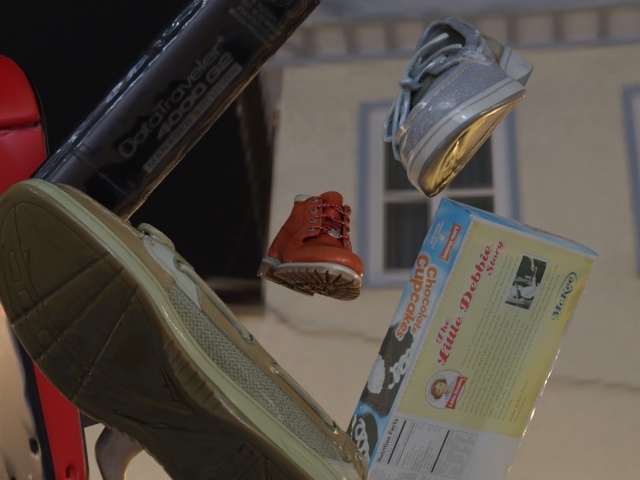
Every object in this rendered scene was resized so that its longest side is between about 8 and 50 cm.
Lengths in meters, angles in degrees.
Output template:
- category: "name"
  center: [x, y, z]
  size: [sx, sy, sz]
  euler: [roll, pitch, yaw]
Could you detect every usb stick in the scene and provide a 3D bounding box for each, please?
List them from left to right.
- category: "usb stick"
  center: [-0.109, -0.093, 1.167]
  size: [0.278, 0.045, 0.077]
  euler: [-48, -55, 2]

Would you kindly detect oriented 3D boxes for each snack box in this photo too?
- category: "snack box"
  center: [0.146, 0.132, 1.737]
  size: [0.187, 0.060, 0.322]
  euler: [17, -81, -37]

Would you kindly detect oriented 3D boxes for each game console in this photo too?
- category: "game console"
  center: [-0.305, 0.049, 1.359]
  size: [0.060, 0.342, 0.386]
  euler: [-11, -2, -36]

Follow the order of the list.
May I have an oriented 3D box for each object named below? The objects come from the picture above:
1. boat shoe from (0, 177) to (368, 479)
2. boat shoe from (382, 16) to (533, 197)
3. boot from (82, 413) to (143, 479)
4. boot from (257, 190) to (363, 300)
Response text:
- category: "boat shoe"
  center: [-0.046, 0.037, 0.555]
  size: [0.153, 0.048, 0.056]
  euler: [44, -58, -1]
- category: "boat shoe"
  center: [0.104, -0.123, 1.416]
  size: [0.103, 0.320, 0.118]
  euler: [39, -68, 0]
- category: "boot"
  center: [-0.159, 0.168, 1.487]
  size: [0.087, 0.042, 0.118]
  euler: [-19, -70, -8]
- category: "boot"
  center: [0.000, 0.000, 1.315]
  size: [0.059, 0.085, 0.158]
  euler: [26, -5, -20]
